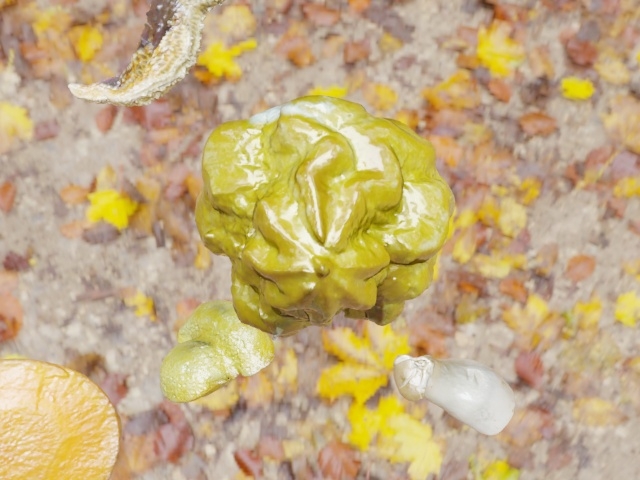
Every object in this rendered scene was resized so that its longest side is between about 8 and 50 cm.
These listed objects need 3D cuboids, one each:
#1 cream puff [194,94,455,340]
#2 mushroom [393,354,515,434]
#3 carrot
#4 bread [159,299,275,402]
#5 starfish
[{"bbox_3d":[0.000,0.000,0.639,0.146,0.146,0.116,6,60,1],"label":"cream puff"},{"bbox_3d":[0.209,0.224,1.954,0.225,0.093,0.116,33,34,-34],"label":"mushroom"},{"bbox_3d":[-0.412,0.275,1.634,0.307,0.100,0.258,-13,103,-22],"label":"carrot"},{"bbox_3d":[-0.146,0.128,1.548,0.149,0.065,0.188,-33,29,-12],"label":"bread"},{"bbox_3d":[-0.127,-0.195,1.077,0.071,0.216,0.238,34,42,-18],"label":"starfish"}]
